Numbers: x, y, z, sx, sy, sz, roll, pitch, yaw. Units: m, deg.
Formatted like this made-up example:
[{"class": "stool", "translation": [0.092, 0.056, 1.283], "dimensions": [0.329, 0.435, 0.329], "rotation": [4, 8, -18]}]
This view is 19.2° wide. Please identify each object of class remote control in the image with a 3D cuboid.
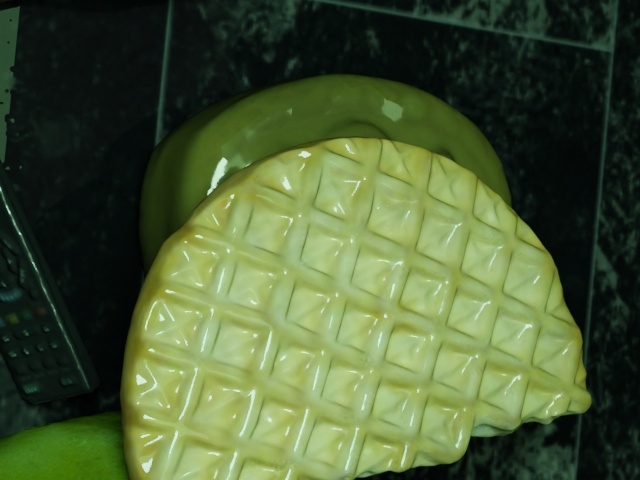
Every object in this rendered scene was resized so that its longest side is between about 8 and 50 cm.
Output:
[{"class": "remote control", "translation": [-0.197, -0.015, 1.114], "dimensions": [0.025, 0.063, 0.245], "rotation": [-33, 106, -45]}]

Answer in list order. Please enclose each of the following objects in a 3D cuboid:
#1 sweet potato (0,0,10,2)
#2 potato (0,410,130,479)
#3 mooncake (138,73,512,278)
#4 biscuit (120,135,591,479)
[{"class": "sweet potato", "translation": [-0.112, -0.209, 1.123], "dimensions": [0.336, 0.131, 0.131], "rotation": [-10, 95, -31]}, {"class": "potato", "translation": [-0.128, 0.188, 1.082], "dimensions": [0.253, 0.186, 0.148], "rotation": [-30, 148, -35]}, {"class": "mooncake", "translation": [0.000, 0.000, 1.178], "dimensions": [0.235, 0.117, 0.235], "rotation": [-2, 94, -26]}, {"class": "biscuit", "translation": [0.021, 0.042, 1.085], "dimensions": [0.309, 0.040, 0.204], "rotation": [-12, 90, -31]}]
